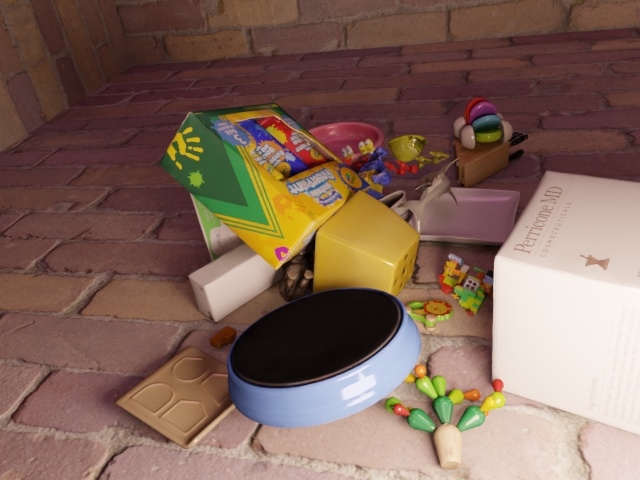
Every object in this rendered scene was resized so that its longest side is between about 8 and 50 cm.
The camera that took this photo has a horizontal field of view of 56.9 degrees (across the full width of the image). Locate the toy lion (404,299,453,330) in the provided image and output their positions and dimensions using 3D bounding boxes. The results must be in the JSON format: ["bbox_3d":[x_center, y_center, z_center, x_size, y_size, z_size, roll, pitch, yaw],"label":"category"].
[{"bbox_3d":[0.247,0.161,1.346,0.100,0.034,0.096,15,33,34],"label":"toy lion"}]

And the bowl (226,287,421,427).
[{"bbox_3d":[-0.001,0.209,1.166,0.392,0.077,0.391,-15,19,5],"label":"bowl"}]

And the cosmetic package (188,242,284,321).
[{"bbox_3d":[-0.208,0.091,1.494,0.231,0.117,0.086,-31,37,-32],"label":"cosmetic package"}]

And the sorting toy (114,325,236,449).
[{"bbox_3d":[-0.244,0.300,1.254,0.229,0.041,0.307,17,34,31],"label":"sorting toy"}]

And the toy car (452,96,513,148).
[{"bbox_3d":[0.507,-0.375,1.851,0.159,0.136,0.182,-9,32,0],"label":"toy car"}]

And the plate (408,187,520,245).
[{"bbox_3d":[0.399,-0.064,1.642,0.278,0.045,0.277,5,34,22],"label":"plate"}]

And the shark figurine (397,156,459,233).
[{"bbox_3d":[0.332,-0.127,1.634,0.166,0.116,0.278,-33,11,30],"label":"shark figurine"}]

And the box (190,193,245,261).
[{"bbox_3d":[-0.260,-0.096,1.665,0.127,0.261,0.231,-8,33,4],"label":"box"}]

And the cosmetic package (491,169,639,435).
[{"bbox_3d":[0.551,0.110,1.059,0.394,0.327,0.329,13,40,31],"label":"cosmetic package"}]

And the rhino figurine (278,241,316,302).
[{"bbox_3d":[-0.045,0.065,1.509,0.073,0.106,0.243,25,36,0],"label":"rhino figurine"}]

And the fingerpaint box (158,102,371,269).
[{"bbox_3d":[-0.110,-0.164,1.481,0.371,0.163,0.445,42,26,6],"label":"fingerpaint box"}]

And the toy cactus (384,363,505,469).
[{"bbox_3d":[0.228,0.313,1.059,0.219,0.112,0.180,2,43,2],"label":"toy cactus"}]

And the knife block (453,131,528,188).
[{"bbox_3d":[0.551,-0.270,1.886,0.242,0.088,0.275,-4,32,11],"label":"knife block"}]

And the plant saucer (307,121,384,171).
[{"bbox_3d":[0.063,-0.324,2.105,0.333,0.084,0.332,-8,32,5],"label":"plant saucer"}]

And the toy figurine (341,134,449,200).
[{"bbox_3d":[0.185,-0.168,1.770,0.363,0.191,0.217,-5,62,55],"label":"toy figurine"}]

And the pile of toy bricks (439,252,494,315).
[{"bbox_3d":[0.353,0.119,1.336,0.212,0.118,0.105,28,86,30],"label":"pile of toy bricks"}]

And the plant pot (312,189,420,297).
[{"bbox_3d":[0.119,0.040,1.423,0.187,0.212,0.212,24,43,22],"label":"plant pot"}]

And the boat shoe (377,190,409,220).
[{"bbox_3d":[0.140,-0.066,1.673,0.268,0.088,0.096,-22,35,-20],"label":"boat shoe"}]
